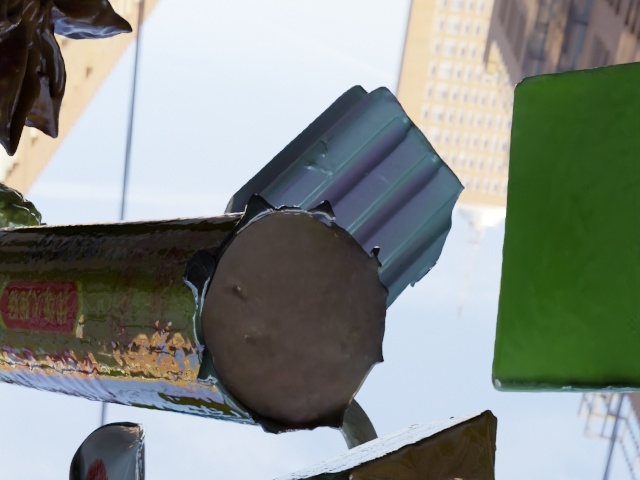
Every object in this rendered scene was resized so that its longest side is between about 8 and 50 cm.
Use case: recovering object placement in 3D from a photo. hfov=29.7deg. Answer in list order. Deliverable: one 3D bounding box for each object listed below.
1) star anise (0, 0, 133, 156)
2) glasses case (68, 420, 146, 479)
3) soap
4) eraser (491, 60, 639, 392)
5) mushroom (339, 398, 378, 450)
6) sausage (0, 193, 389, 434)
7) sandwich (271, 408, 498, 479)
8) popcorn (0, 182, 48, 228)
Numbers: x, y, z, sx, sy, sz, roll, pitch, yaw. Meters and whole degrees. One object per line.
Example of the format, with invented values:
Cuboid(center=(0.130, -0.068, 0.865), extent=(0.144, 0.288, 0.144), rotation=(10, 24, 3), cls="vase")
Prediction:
Cuboid(center=(-0.216, -0.161, 0.831), extent=(0.111, 0.196, 0.212), rotation=(-21, -125, 23), cls="star anise")
Cuboid(center=(-0.252, 0.358, 1.364), extent=(0.083, 0.308, 0.128), rotation=(8, 171, -16), cls="glasses case")
Cuboid(center=(0.000, 0.000, 0.984), extent=(0.230, 0.145, 0.091), rotation=(-43, -161, -9), cls="soap")
Cuboid(center=(0.255, -0.006, 0.992), extent=(0.210, 0.274, 0.092), rotation=(-4, 164, 36), cls="eraser")
Cuboid(center=(0.057, 0.265, 1.484), extent=(0.059, 0.054, 0.202), rotation=(23, -150, -38), cls="mushroom")
Cuboid(center=(-0.125, 0.027, 0.518), extent=(0.082, 0.082, 0.372), rotation=(-13, -173, -39), cls="sausage")
Cuboid(center=(0.045, 0.145, 0.824), extent=(0.079, 0.163, 0.113), rotation=(-17, -130, 38), cls="sandwich")
Cuboid(center=(-0.269, 0.024, 0.932), extent=(0.136, 0.141, 0.162), rotation=(-27, -145, 3), cls="popcorn")
